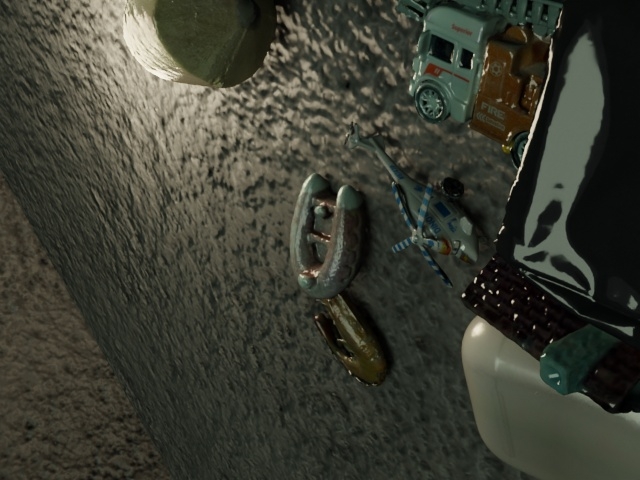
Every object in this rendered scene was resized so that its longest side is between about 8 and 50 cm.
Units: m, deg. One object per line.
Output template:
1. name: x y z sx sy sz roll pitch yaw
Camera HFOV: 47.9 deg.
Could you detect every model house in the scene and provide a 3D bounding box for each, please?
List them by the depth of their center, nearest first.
1. model house: 0.301 0.048 0.819 0.280 0.249 0.229 38 141 56

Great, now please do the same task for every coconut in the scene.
1. coconut: -0.194 -0.371 1.196 0.244 0.239 0.239 18 125 48

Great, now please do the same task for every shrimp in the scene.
1. shrimp: 0.044 0.179 1.419 0.253 0.058 0.173 54 150 11

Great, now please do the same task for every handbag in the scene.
1. handbag: 0.313 -0.063 0.606 0.275 0.178 0.301 35 125 46

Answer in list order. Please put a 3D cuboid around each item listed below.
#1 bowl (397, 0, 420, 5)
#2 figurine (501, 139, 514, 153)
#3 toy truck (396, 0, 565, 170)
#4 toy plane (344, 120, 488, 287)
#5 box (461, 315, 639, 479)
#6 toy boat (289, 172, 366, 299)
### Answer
1. bowl: 0.136 -0.387 0.909 0.211 0.112 0.211 29 132 38
2. figurine: 0.284 -0.145 0.914 0.143 0.101 0.068 4 149 39
3. toy truck: 0.231 -0.196 0.791 0.338 0.133 0.184 37 143 34
4. toy plane: 0.148 -0.067 1.125 0.273 0.107 0.182 47 152 35
5. box: 0.365 0.240 0.993 0.349 0.141 0.288 16 137 42
6. toy boat: 0.000 0.000 1.295 0.155 0.085 0.227 23 116 37
